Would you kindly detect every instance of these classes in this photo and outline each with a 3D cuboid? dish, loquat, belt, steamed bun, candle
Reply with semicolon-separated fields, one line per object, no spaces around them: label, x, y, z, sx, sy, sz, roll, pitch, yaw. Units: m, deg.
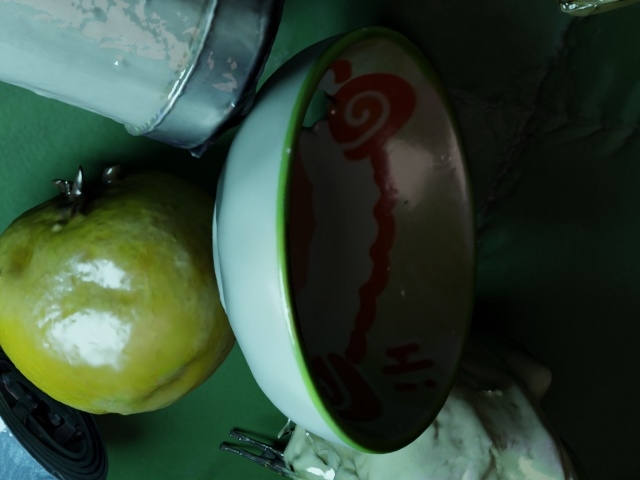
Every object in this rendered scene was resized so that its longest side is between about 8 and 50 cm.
dish;0.000;0.000;1.481;0.124;0.324;0.324;-2;137;29
loquat;-0.160;0.035;1.535;0.213;0.213;0.213;-5;130;-6
belt;-0.263;0.163;1.648;0.082;0.141;0.190;-29;131;16
steamed bun;0.126;0.181;1.674;0.280;0.268;0.207;35;79;-12
candle;-0.190;-0.193;1.338;0.330;0.187;0.187;19;124;-22

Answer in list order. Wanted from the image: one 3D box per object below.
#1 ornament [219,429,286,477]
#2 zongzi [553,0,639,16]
ornament;-0.028;0.208;1.779;0.125;0.073;0.028;24;82;-19
zongzi;0.269;-0.203;1.481;0.189;0.081;0.178;-37;136;28
